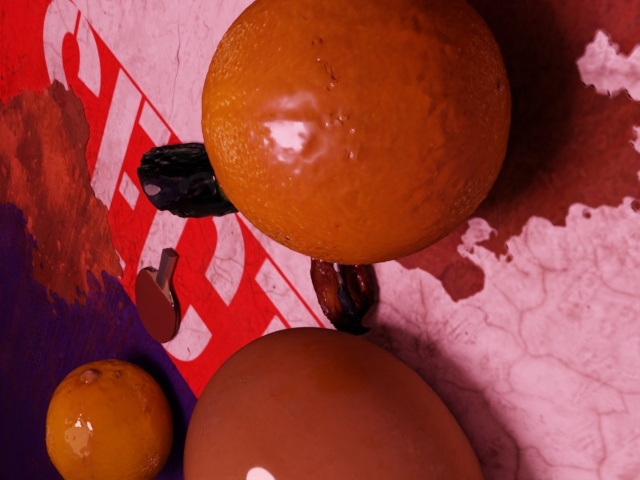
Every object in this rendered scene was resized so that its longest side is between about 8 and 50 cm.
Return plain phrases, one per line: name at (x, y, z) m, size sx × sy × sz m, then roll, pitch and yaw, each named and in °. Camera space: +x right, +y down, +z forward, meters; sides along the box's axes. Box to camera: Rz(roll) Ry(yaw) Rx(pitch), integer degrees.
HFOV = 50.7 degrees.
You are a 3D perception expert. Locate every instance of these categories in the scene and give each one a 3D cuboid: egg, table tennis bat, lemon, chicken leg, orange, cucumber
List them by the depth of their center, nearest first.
orange at (0.027, -0.108, 0.598) m, size 0.274 × 0.274 × 0.274 m, roll 20°, pitch 120°, yaw 40°
egg at (0.019, 0.269, 0.735) m, size 0.374 × 0.301 × 0.301 m, roll 46°, pitch 134°, yaw 22°
chicken leg at (0.000, 0.000, 0.837) m, size 0.106 × 0.051 × 0.253 m, roll -36°, pitch 76°, yaw 53°
cucumber at (-0.194, -0.083, 0.988) m, size 0.193 × 0.086 × 0.115 m, roll 2°, pitch 106°, yaw 39°
table tennis bat at (-0.285, 0.094, 1.193) m, size 0.130 × 0.019 × 0.220 m, roll 47°, pitch 135°, yaw 23°
lemon at (-0.386, 0.348, 1.249) m, size 0.236 × 0.236 × 0.263 m, roll 41°, pitch 162°, yaw 27°
